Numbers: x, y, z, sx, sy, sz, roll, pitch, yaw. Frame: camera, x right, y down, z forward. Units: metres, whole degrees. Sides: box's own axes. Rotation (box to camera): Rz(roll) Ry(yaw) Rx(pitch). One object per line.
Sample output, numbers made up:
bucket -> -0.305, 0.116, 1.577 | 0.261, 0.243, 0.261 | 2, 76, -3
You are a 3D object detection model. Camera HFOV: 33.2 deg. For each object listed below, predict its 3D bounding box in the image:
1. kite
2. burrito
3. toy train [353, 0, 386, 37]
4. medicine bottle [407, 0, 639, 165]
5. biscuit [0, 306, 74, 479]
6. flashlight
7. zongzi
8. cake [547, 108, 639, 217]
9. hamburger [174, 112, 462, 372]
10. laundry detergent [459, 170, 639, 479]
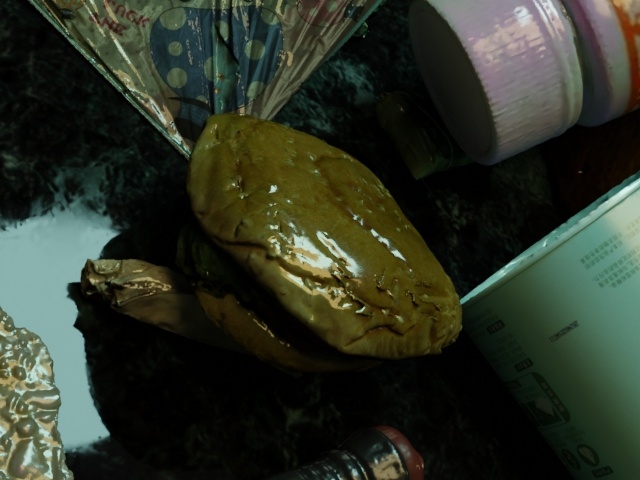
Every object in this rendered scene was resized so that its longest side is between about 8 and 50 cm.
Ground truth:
kite -> -0.105, -0.236, 1.051 | 0.406, 0.014, 0.368 | -2, 94, -1
burrito -> -0.102, 0.065, 0.954 | 0.229, 0.063, 0.058 | 26, 90, -21
toy train -> 0.034, -0.316, 1.268 | 0.111, 0.071, 0.170 | 29, 51, -8
medicine bottle -> 0.306, -0.246, 1.138 | 0.388, 0.219, 0.219 | -24, 77, -7
biscuit -> -0.252, 0.181, 0.801 | 0.141, 0.038, 0.289 | -3, 64, -34
flashlight -> -0.022, 0.224, 0.897 | 0.232, 0.093, 0.093 | -14, 72, -35
zongzi -> 0.121, -0.127, 1.227 | 0.119, 0.055, 0.109 | -17, 72, -51
cake -> 0.455, -0.098, 1.341 | 0.293, 0.199, 0.196 | 16, 51, -31
hamburger -> -0.002, -0.001, 0.953 | 0.265, 0.134, 0.285 | 7, 42, -40
laundry detergent -> 0.329, 0.110, 1.066 | 0.287, 0.287, 0.305 | -32, 83, -41
